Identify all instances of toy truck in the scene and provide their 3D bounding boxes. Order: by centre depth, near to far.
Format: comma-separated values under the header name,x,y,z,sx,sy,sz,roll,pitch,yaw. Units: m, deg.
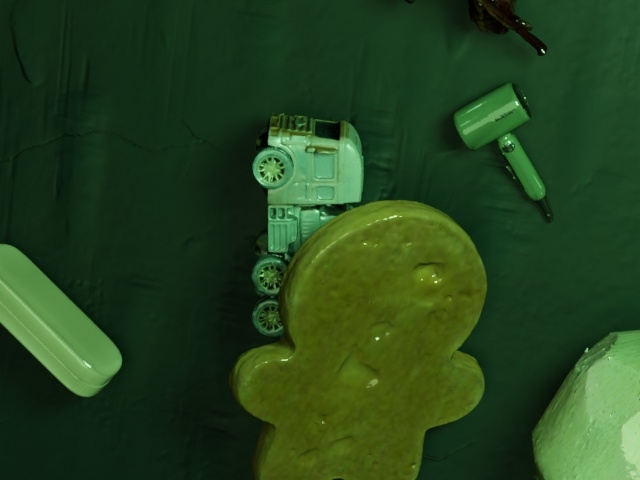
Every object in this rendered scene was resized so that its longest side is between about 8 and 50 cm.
name,x,y,z,sx,sy,sz,roll,pitch,yaw
toy truck,0.000,0.000,1.906,0.140,0.108,0.257,1,107,1

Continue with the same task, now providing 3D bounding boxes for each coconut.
name,x,y,z,sx,sy,sz,roll,pitch,yaw
coconut,0.325,0.190,1.810,0.224,0.224,0.234,34,122,4

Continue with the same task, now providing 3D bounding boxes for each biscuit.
name,x,y,z,sx,sy,sz,roll,pitch,yaw
biscuit,0.044,0.116,1.882,0.275,0.052,0.355,0,120,-19

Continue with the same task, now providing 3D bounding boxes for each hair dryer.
name,x,y,z,sx,sy,sz,roll,pitch,yaw
hair dryer,0.200,-0.082,1.866,0.071,0.047,0.150,-28,101,18

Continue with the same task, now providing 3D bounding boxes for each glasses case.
name,x,y,z,sx,sy,sz,roll,pitch,yaw
glasses case,-0.302,0.087,2.014,0.196,0.083,0.050,45,109,2

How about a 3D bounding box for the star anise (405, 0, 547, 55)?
name,x,y,z,sx,sy,sz,roll,pitch,yaw
star anise,0.150,-0.303,1.782,0.220,0.126,0.190,24,104,11
